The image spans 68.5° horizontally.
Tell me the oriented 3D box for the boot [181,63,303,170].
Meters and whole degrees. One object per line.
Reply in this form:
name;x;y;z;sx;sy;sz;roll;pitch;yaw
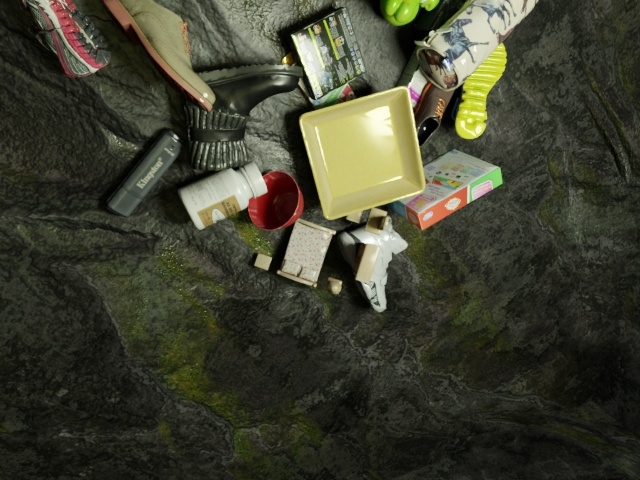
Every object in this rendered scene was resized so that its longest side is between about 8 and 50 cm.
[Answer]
boot;-0.207;-0.337;1.281;0.348;0.131;0.260;-10;111;-8

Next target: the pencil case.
pencil case;0.456;-0.626;1.319;0.410;0.160;0.183;-47;138;3

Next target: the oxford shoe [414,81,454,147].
oxford shoe;0.354;-0.401;1.443;0.097;0.098;0.271;23;104;-32

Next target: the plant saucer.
plant saucer;0.128;-0.265;1.430;0.333;0.081;0.333;-16;112;-3

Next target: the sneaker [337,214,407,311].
sneaker;0.214;0.085;1.678;0.210;0.137;0.366;-29;119;-6

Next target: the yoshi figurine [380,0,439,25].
yoshi figurine;0.270;-0.748;1.300;0.362;0.203;0.203;-58;152;-6

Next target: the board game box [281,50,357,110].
board game box;0.007;-0.459;1.383;0.124;0.039;0.259;-42;121;-1

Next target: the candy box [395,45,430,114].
candy box;0.328;-0.482;1.495;0.159;0.071;0.233;19;106;-31

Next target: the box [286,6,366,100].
box;0.022;-0.521;1.316;0.184;0.045;0.191;-32;123;-10

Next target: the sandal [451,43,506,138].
sandal;0.503;-0.498;1.539;0.126;0.138;0.317;16;106;-3

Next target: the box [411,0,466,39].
box;0.390;-0.664;1.422;0.158;0.093;0.156;24;102;-31

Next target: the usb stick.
usb stick;-0.478;-0.183;1.286;0.077;0.045;0.278;38;94;-33

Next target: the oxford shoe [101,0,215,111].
oxford shoe;-0.351;-0.462;1.100;0.130;0.123;0.348;-42;97;-8

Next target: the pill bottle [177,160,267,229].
pill bottle;-0.277;-0.135;1.350;0.229;0.131;0.131;-27;122;-10

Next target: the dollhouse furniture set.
dollhouse furniture set;0.000;0.000;1.468;0.355;0.174;0.303;18;92;-1

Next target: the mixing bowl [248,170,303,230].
mixing bowl;-0.120;-0.111;1.431;0.181;0.181;0.098;-56;152;8

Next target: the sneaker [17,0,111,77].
sneaker;-0.607;-0.505;1.035;0.112;0.121;0.299;-18;117;20

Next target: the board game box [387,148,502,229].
board game box;0.397;-0.180;1.573;0.316;0.242;0.064;-29;123;-8
